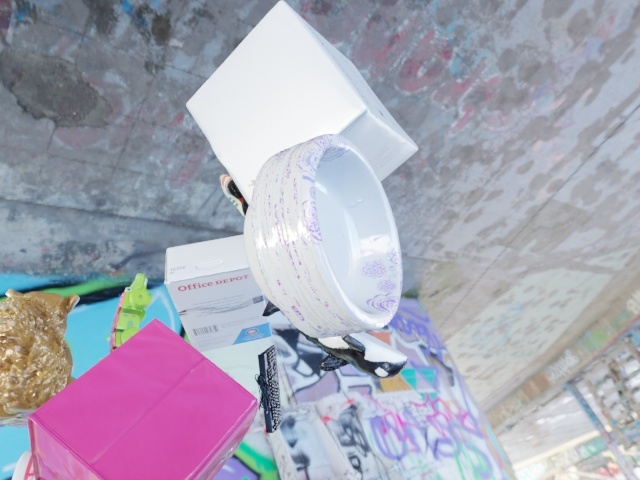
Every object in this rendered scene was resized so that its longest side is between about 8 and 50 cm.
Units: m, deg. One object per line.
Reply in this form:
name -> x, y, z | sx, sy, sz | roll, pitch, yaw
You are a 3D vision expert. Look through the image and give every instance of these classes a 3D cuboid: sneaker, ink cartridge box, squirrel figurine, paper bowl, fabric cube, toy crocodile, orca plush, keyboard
sneaker -> -0.229, -0.126, 1.404 | 0.057, 0.075, 0.161 | -44, 139, -12
ink cartridge box -> -0.266, 0.146, 1.349 | 0.223, 0.129, 0.307 | -11, 135, -6
squirrel figurine -> -0.755, 0.287, 1.341 | 0.281, 0.370, 0.397 | 10, 146, -23
paper bowl -> 0.000, 0.000, 0.736 | 0.148, 0.284, 0.284 | -17, 151, 29
fabric cube -> -0.305, 0.351, 0.882 | 0.258, 0.259, 0.254 | -43, 163, -49
toy crocodile -> -0.575, 0.246, 1.493 | 0.105, 0.340, 0.115 | 16, 137, -22
orca plush -> 0.016, 0.206, 0.964 | 0.287, 0.151, 0.102 | 25, 90, -9
keyboard -> -0.104, 0.338, 1.119 | 0.038, 0.191, 0.100 | -3, -172, 23

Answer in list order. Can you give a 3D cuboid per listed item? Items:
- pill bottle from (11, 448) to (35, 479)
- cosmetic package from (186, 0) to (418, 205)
pill bottle -> -0.547, 0.585, 1.207 | 0.319, 0.176, 0.176 | 1, 139, -14
cosmetic package -> -0.027, -0.270, 1.212 | 0.327, 0.329, 0.394 | -40, 163, 19
